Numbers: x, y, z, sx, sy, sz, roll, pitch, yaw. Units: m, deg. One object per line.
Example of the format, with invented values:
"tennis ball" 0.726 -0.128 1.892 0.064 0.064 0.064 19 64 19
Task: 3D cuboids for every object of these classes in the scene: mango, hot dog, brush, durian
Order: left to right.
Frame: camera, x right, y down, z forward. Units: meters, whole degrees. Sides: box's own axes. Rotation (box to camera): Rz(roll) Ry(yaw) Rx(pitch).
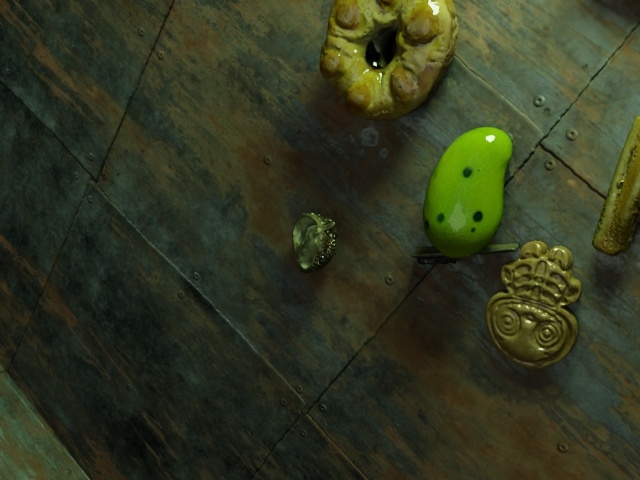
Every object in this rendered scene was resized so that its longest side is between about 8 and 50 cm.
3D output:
"durian" 0.000 0.000 1.749 0.188 0.091 0.148 -49 49 52
"brush" 0.327 0.031 1.584 0.248 0.043 0.036 -5 116 32
"mango" 0.316 -0.102 1.500 0.175 0.143 0.293 22 104 27
"hot dog" 0.605 -0.104 1.356 0.083 0.068 0.289 39 127 46

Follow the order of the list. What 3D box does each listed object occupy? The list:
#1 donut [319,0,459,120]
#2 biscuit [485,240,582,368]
"donut" 0.150 -0.420 1.514 0.317 0.150 0.299 -25 89 34
"biscuit" 0.467 0.144 1.523 0.202 0.044 0.288 22 115 27
